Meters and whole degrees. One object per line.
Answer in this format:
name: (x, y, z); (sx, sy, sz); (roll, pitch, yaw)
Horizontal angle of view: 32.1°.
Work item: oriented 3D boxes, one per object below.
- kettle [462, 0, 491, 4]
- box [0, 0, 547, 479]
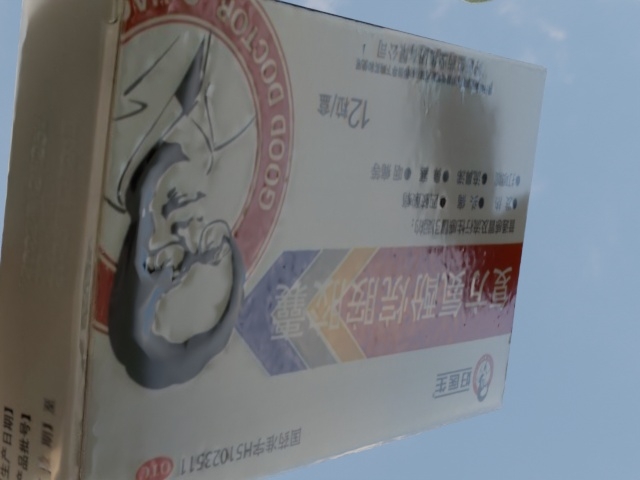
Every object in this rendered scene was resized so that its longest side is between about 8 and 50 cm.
kettle: (0.130, -0.362, 0.982); (0.318, 0.205, 0.265); (-15, -98, 26)
box: (0.000, 0.000, 0.554); (0.353, 0.069, 0.214); (-1, -81, -52)
